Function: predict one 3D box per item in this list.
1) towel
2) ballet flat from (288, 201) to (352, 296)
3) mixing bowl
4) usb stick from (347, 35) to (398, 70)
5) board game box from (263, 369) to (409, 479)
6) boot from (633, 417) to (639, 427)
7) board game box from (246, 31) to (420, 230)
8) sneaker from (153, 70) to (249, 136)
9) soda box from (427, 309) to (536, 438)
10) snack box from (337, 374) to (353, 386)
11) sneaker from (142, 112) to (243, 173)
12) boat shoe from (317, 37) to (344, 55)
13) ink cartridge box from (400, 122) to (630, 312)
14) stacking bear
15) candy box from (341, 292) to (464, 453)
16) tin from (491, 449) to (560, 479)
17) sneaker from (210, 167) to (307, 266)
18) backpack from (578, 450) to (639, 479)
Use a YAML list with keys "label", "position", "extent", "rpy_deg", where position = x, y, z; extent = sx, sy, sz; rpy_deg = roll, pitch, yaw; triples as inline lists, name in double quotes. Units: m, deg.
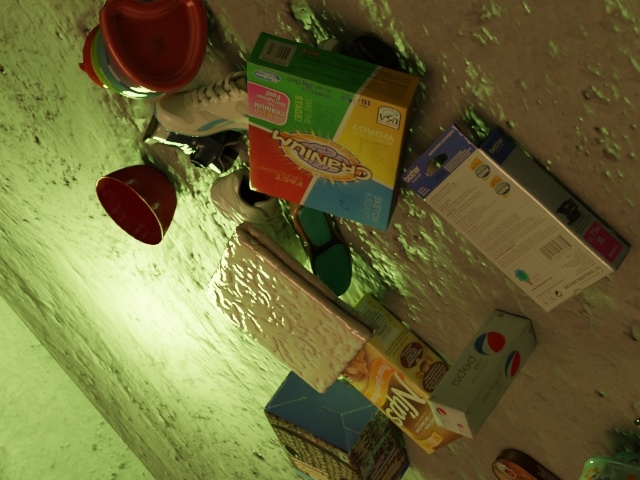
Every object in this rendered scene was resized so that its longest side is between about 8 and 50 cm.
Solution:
- label: "towel"
  position: [-0.064, 0.130, 2.048]
  extent: [0.317, 0.053, 0.332]
  rpy_deg: [38, 151, 3]
- label: "ballet flat"
  position: [0.000, 0.000, 1.985]
  extent: [0.073, 0.080, 0.232]
  rpy_deg: [50, 163, 52]
- label: "mixing bowl"
  position: [-0.361, -0.088, 2.239]
  extent: [0.181, 0.098, 0.181]
  rpy_deg: [30, 148, 21]
- label: "usb stick"
  position: [0.049, -0.209, 1.669]
  extent: [0.077, 0.045, 0.278]
  rpy_deg: [37, 150, 6]
- label: "board game box"
  position: [0.038, 0.430, 2.367]
  extent: [0.232, 0.141, 0.291]
  rpy_deg: [21, 150, 31]
- label: "boot"
  position: [0.577, 0.311, 1.653]
  extent: [0.198, 0.076, 0.137]
  rpy_deg: [-27, 87, 59]
- label: "board game box"
  position: [0.012, -0.157, 1.658]
  extent: [0.242, 0.064, 0.316]
  rpy_deg: [17, 149, 9]
- label: "sneaker"
  position: [-0.155, -0.227, 1.761]
  extent: [0.092, 0.228, 0.087]
  rpy_deg: [97, 164, -50]
- label: "soda box"
  position: [0.267, 0.216, 1.789]
  extent: [0.074, 0.216, 0.069]
  rpy_deg: [15, 141, 39]
- label: "snack box"
  position: [0.082, 0.298, 2.296]
  extent: [0.064, 0.022, 0.178]
  rpy_deg: [43, 150, -3]
- label: "sneaker"
  position: [-0.231, -0.186, 1.978]
  extent: [0.163, 0.086, 0.226]
  rpy_deg: [21, -175, -18]
- label: "boat shoe"
  position: [-0.010, -0.254, 1.673]
  extent: [0.063, 0.066, 0.184]
  rpy_deg: [35, 159, 10]
- label: "ink cartridge box"
  position: [0.279, -0.041, 1.603]
  extent: [0.311, 0.065, 0.186]
  rpy_deg: [40, 150, -1]
- label: "stacking bear"
  position: [-0.320, -0.320, 1.848]
  extent: [0.289, 0.175, 0.164]
  rpy_deg: [6, 111, 61]
- label: "candy box"
  position: [0.151, 0.260, 2.105]
  extent: [0.316, 0.087, 0.183]
  rpy_deg: [43, 150, 1]
- label: "tin"
  position: [0.421, 0.479, 2.127]
  extent: [0.189, 0.040, 0.106]
  rpy_deg: [37, 145, 9]
- label: "sneaker"
  position: [-0.103, -0.037, 2.023]
  extent: [0.232, 0.090, 0.115]
  rpy_deg: [46, 146, -9]
- label: "backpack"
  position: [0.532, 0.467, 1.830]
  extent: [0.225, 0.191, 0.253]
  rpy_deg: [13, 146, 35]
